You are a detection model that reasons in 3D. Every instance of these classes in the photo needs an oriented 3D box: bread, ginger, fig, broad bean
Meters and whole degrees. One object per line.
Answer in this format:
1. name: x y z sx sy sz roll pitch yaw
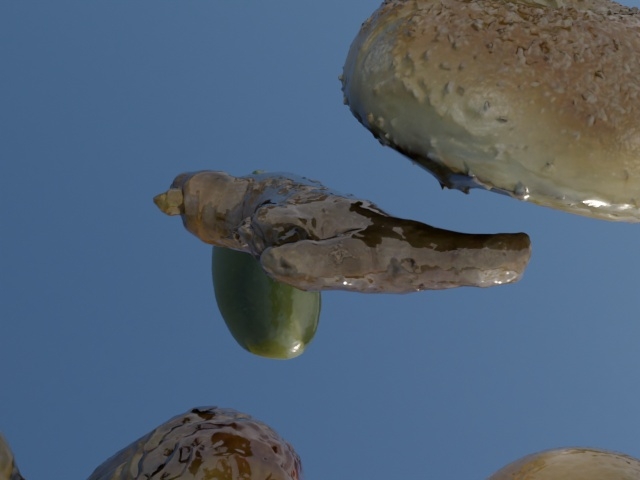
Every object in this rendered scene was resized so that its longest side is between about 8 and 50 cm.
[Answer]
1. bread: 0.170 -0.115 1.441 0.305 0.158 0.305 16 -163 -5
2. ginger: -0.001 -0.001 1.457 0.166 0.080 0.333 -14 -157 -33
3. fig: -0.190 0.297 1.808 0.369 0.286 0.286 0 -141 -6
4. broad bean: -0.052 0.022 1.760 0.124 0.174 0.082 22 -161 38

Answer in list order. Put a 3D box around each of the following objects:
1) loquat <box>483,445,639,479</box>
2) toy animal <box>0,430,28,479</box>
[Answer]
1. loquat: 0.236 0.365 1.805 0.328 0.359 0.328 -20 -90 -75
2. toy animal: -0.305 0.225 1.366 0.169 0.281 0.195 22 -169 -36
